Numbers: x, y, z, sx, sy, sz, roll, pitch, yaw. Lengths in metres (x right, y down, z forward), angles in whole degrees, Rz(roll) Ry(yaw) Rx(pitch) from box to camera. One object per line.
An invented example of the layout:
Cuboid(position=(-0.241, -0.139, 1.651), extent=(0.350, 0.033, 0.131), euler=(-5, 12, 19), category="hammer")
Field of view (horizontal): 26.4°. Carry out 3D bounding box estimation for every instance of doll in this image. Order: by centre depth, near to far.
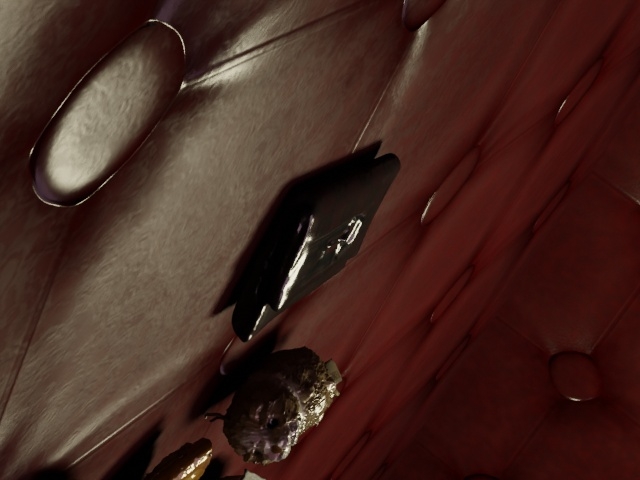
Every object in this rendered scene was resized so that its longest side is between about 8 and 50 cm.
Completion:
Cuboid(position=(-0.038, 0.186, 1.655), extent=(0.221, 0.115, 0.105), euler=(-34, 147, -48), category="doll")

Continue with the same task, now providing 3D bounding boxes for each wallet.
Cuboid(position=(0.000, 0.000, 1.450), extent=(0.229, 0.049, 0.182), euler=(-32, 153, -58), category="wallet")

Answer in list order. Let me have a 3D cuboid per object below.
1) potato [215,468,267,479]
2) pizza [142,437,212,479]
Cuboid(position=(-0.141, 0.454, 1.838), extent=(0.196, 0.246, 0.299), euler=(-19, -173, 13), category="potato")
Cuboid(position=(-0.204, 0.306, 1.540), extent=(0.201, 0.053, 0.193), euler=(-42, 164, -19), category="pizza")
